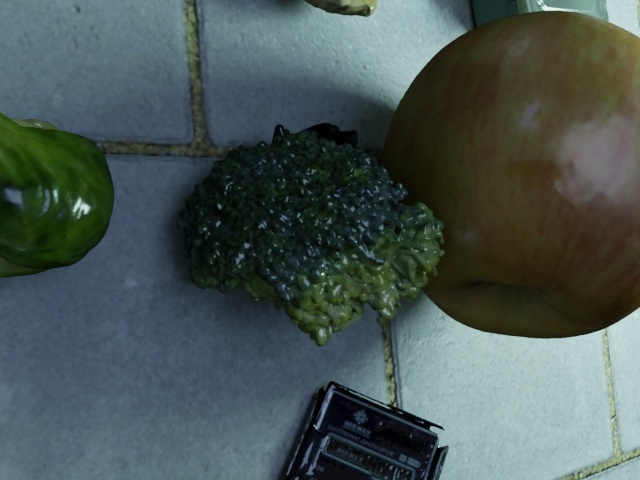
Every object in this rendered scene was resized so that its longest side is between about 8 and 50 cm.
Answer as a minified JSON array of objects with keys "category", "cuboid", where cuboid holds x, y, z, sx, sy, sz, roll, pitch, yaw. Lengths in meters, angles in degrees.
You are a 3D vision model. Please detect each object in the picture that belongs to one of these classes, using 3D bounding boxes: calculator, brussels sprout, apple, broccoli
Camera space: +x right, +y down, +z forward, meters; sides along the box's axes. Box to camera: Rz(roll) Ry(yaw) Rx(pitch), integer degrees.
[{"category":"calculator","cuboid":[0.029,0.306,0.827,0.165,0.028,0.274,21,64,6]},{"category":"brussels sprout","cuboid":[-0.263,-0.043,0.632,0.183,0.131,0.145,11,72,-42]},{"category":"apple","cuboid":[0.255,-0.067,0.886,0.391,0.391,0.347,35,69,-30]},{"category":"broccoli","cuboid":[0.000,0.000,0.808,0.243,0.263,0.247,69,13,-45]}]

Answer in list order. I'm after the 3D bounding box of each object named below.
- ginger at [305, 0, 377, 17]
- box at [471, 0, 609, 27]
[{"category":"ginger","cuboid":[0.040,-0.431,0.932,0.190,0.126,0.354,31,63,-20]},{"category":"box","cuboid":[0.334,-0.382,1.148,0.227,0.130,0.162,-12,91,-40]}]
